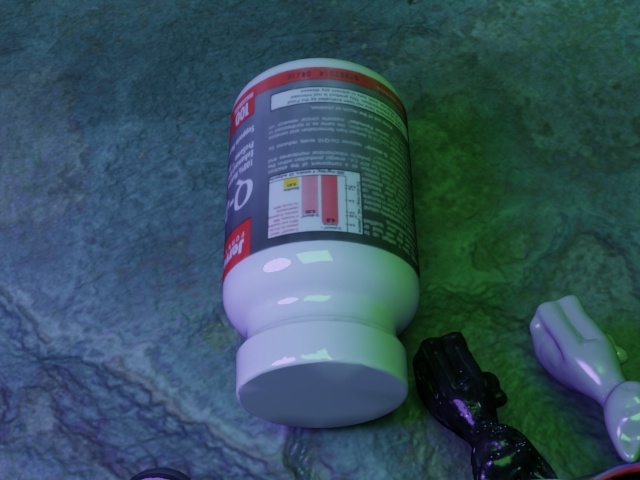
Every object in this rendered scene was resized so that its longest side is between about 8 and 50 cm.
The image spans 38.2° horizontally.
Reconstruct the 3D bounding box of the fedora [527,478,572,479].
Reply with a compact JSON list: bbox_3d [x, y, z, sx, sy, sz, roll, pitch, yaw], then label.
[{"bbox_3d":[0.195,0.324,0.786,0.244,0.124,0.275,12,93,8],"label":"fedora"}]

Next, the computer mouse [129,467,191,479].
[{"bbox_3d":[-0.205,0.359,0.904,0.184,0.060,0.262,-5,62,12],"label":"computer mouse"}]

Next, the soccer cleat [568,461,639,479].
[{"bbox_3d":[0.231,0.260,0.872,0.248,0.095,0.083,-14,57,-1],"label":"soccer cleat"}]

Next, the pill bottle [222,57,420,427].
[{"bbox_3d":[0.000,0.000,1.001,0.210,0.210,0.362,-4,57,6],"label":"pill bottle"}]

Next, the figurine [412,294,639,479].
[{"bbox_3d":[0.219,0.158,0.890,0.215,0.092,0.209,-17,27,-3],"label":"figurine"}]
